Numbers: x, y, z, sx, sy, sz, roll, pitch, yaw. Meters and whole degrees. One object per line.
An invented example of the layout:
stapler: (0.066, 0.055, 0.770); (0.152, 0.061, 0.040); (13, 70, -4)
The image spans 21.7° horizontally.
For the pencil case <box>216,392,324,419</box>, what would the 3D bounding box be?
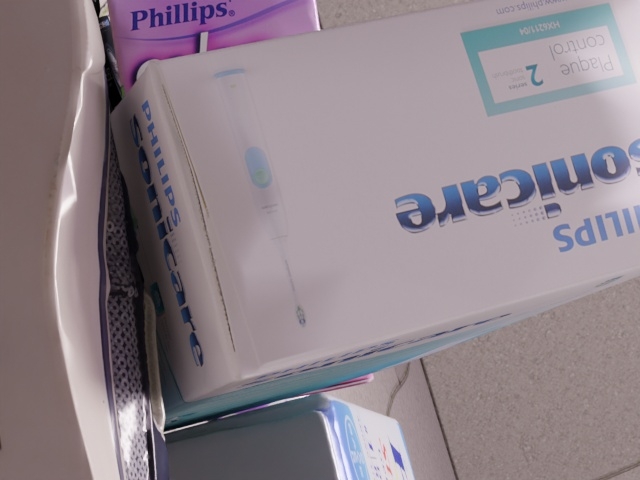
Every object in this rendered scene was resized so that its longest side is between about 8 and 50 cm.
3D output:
pencil case: (-0.056, 0.038, 1.231); (0.086, 0.088, 0.206); (21, 54, -79)

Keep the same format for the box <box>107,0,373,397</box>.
box: (-0.053, -0.038, 1.031); (0.213, 0.117, 0.243); (-135, -145, -82)

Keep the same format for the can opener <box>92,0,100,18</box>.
can opener: (-0.166, -0.204, 1.032); (0.059, 0.073, 0.186); (52, 12, -52)

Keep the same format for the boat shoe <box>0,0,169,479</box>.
boat shoe: (-0.125, 0.031, 0.640); (0.158, 0.127, 0.340); (79, 5, -72)

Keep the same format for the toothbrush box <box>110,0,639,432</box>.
toothbrush box: (0.000, 0.000, 0.756); (0.295, 0.216, 0.126); (150, -75, -68)

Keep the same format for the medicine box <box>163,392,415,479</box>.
medicine box: (-0.010, 0.232, 0.899); (0.289, 0.149, 0.263); (38, 36, -77)

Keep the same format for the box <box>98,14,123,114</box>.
box: (-0.148, -0.114, 1.118); (0.083, 0.018, 0.067); (-73, 146, -78)
